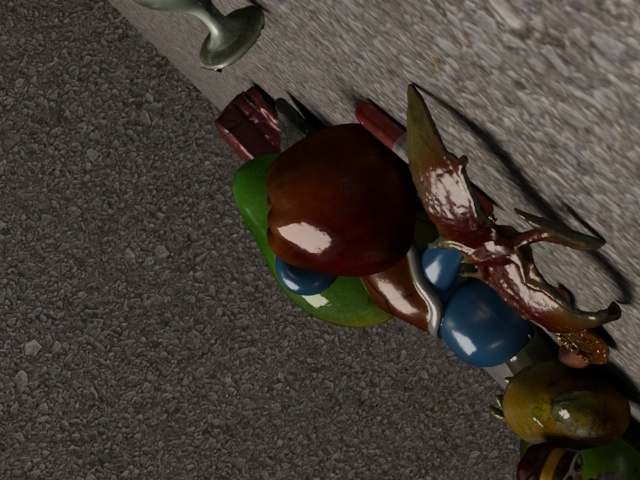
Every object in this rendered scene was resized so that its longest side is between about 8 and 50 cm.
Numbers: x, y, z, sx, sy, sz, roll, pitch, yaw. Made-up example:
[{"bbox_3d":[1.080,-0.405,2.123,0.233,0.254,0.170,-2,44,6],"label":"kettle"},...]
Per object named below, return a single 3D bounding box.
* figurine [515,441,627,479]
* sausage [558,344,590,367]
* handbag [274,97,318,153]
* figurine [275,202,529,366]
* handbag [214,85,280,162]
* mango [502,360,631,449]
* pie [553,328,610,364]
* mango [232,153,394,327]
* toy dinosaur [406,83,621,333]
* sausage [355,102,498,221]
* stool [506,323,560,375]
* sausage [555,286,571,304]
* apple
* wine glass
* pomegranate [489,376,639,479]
[{"bbox_3d":[0.392,0.415,1.680,0.116,0.174,0.240,5,140,49],"label":"figurine"},{"bbox_3d":[0.397,0.174,1.631,0.040,0.047,0.177,11,173,6],"label":"sausage"},{"bbox_3d":[0.014,-0.149,1.970,0.270,0.088,0.175,43,170,9],"label":"handbag"},{"bbox_3d":[0.145,0.026,1.645,0.416,0.243,0.298,21,161,18],"label":"figurine"},{"bbox_3d":[-0.111,-0.213,2.238,0.225,0.135,0.146,48,178,4],"label":"handbag"},{"bbox_3d":[0.399,0.266,1.704,0.193,0.146,0.316,5,170,0],"label":"mango"},{"bbox_3d":[0.367,0.138,1.497,0.088,0.033,0.191,54,175,-4],"label":"pie"},{"bbox_3d":[0.000,0.000,1.859,0.382,0.225,0.201,43,-176,-3],"label":"mango"},{"bbox_3d":[0.198,-0.021,1.131,0.327,0.113,0.206,33,150,9],"label":"toy dinosaur"},{"bbox_3d":[0.130,-0.102,1.343,0.253,0.034,0.034,43,178,22],"label":"sausage"},{"bbox_3d":[0.379,0.208,1.906,0.110,0.096,0.096,51,175,-24],"label":"stool"},{"bbox_3d":[0.321,0.085,1.420,0.034,0.034,0.083,43,175,23],"label":"sausage"},{"bbox_3d":[0.033,-0.055,1.466,0.234,0.234,0.234,44,178,2],"label":"apple"},{"bbox_3d":[-0.189,-0.342,1.390,0.241,0.126,0.126,43,178,-38],"label":"wine glass"},{"bbox_3d":[0.466,0.408,2.001,0.359,0.216,0.310,32,-171,-8],"label":"pomegranate"}]
